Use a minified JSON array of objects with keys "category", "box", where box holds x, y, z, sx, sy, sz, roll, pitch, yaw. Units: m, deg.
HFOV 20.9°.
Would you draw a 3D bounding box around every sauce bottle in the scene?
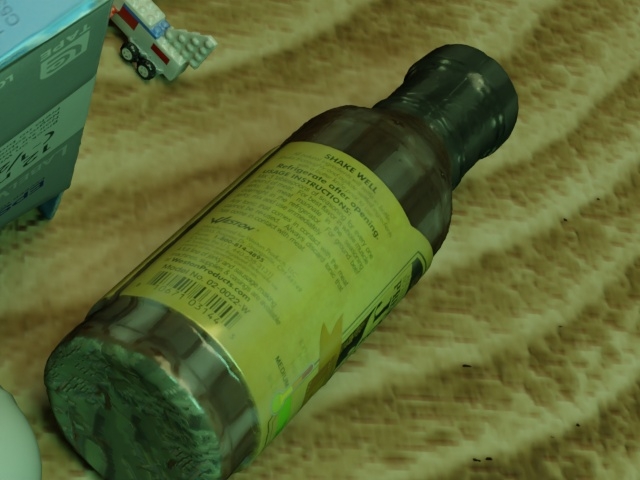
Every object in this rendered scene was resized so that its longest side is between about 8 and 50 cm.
[{"category":"sauce bottle","box":[0.000,0.000,0.927,0.111,0.111,0.344,43,49,4]}]

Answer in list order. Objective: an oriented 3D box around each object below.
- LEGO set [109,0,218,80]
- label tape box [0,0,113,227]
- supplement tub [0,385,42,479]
[{"category":"LEGO set","box":[-0.156,-0.186,1.008,0.244,0.060,0.182,8,59,-26]},{"category":"label tape box","box":[-0.219,-0.114,0.754,0.115,0.348,0.249,-38,87,-19]},{"category":"supplement tub","box":[-0.254,0.076,0.645,0.325,0.235,0.235,49,49,8]}]
